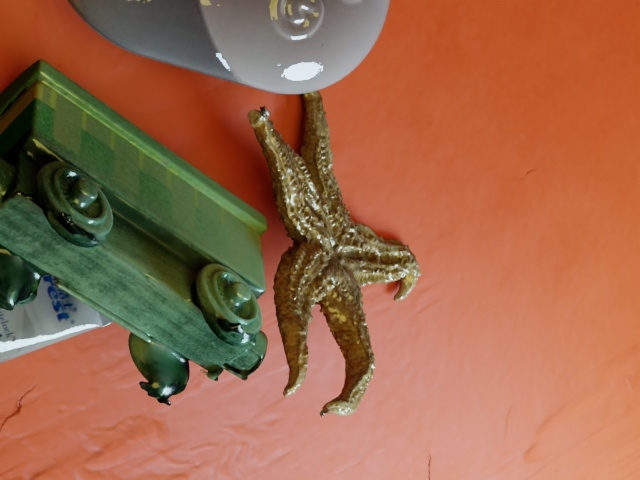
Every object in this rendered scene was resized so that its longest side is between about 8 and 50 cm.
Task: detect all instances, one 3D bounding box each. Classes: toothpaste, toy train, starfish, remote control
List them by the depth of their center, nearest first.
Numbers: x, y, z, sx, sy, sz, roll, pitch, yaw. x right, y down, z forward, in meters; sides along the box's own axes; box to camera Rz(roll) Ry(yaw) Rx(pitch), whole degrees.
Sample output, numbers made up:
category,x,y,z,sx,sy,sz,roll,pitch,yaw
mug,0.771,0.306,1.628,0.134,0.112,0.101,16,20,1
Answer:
category,x,y,z,sx,sy,sz,roll,pitch,yaw
toy train,-0.163,-0.001,1.094,0.301,0.202,0.120,35,117,-30
toothpaste,-0.326,0.087,1.106,0.323,0.066,0.100,-26,105,-29
remote control,-0.080,-0.249,1.142,0.332,0.103,0.221,12,82,-29
starfish,-0.004,0.001,1.224,0.299,0.060,0.302,-30,104,-59
